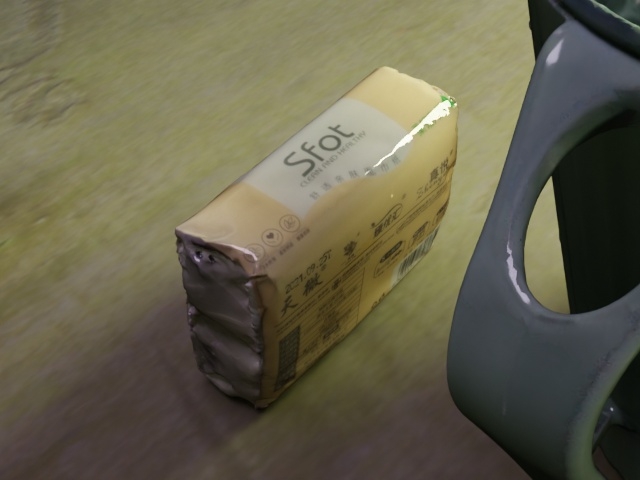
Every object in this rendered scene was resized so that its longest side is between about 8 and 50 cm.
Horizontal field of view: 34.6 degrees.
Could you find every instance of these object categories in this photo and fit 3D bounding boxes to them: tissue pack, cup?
[{"bbox_3d":[0.000,0.000,0.747,0.090,0.186,0.222,36,60,25],"label":"tissue pack"},{"bbox_3d":[0.233,-0.023,0.559,0.401,0.392,0.310,-16,43,-3],"label":"cup"}]
